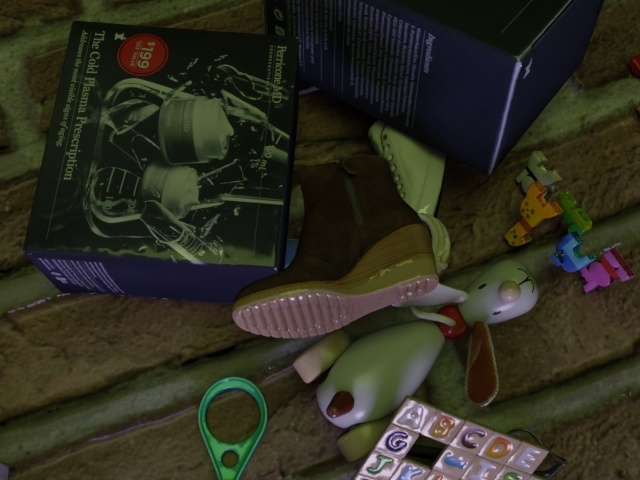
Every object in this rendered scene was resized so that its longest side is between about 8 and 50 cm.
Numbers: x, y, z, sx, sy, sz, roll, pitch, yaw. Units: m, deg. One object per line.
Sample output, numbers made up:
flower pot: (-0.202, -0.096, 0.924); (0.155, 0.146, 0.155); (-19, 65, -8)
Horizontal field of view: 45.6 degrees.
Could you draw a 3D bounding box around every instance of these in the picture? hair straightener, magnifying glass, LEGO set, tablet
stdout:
hair straightener: (0.207, 0.275, 0.993); (0.230, 0.047, 0.089); (1, 69, -3)
magnifying glass: (-0.117, 0.291, 0.981); (0.092, 0.026, 0.231); (3, 70, -2)
LEGO set: (0.329, -0.011, 1.098); (0.087, 0.093, 0.227); (-10, 61, -40)
tablet: (-0.031, 0.024, 1.098); (0.083, 0.006, 0.054); (5, 69, -2)

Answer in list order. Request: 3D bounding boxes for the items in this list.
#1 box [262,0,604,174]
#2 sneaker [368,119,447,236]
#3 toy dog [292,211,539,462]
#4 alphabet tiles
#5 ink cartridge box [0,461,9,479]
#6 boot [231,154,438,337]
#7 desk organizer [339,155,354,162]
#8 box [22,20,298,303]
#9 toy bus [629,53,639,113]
box: (0.158, -0.331, 1.076); (0.395, 0.212, 0.293); (31, 60, 22)
sneaker: (0.122, -0.102, 1.113); (0.123, 0.106, 0.290); (9, 59, 7)
toy dog: (0.108, 0.133, 0.932); (0.220, 0.161, 0.334); (35, 94, 7)
alphabet tiles: (0.158, 0.301, 0.922); (0.237, 0.009, 0.198); (23, 111, -14)
ink cartridge box: (-0.440, 0.317, 0.775); (0.119, 0.353, 0.207); (-1, 69, -4)
boot: (0.000, 0.000, 0.900); (0.248, 0.090, 0.207); (-12, 51, -12)
desk organizer: (0.046, -0.052, 1.107); (0.047, 0.050, 0.130); (5, 69, -2)
box: (-0.194, -0.102, 1.043); (0.312, 0.179, 0.344); (4, 69, -1)
toy bus: (0.598, -0.246, 1.185); (0.190, 0.104, 0.202); (3, 69, -2)
